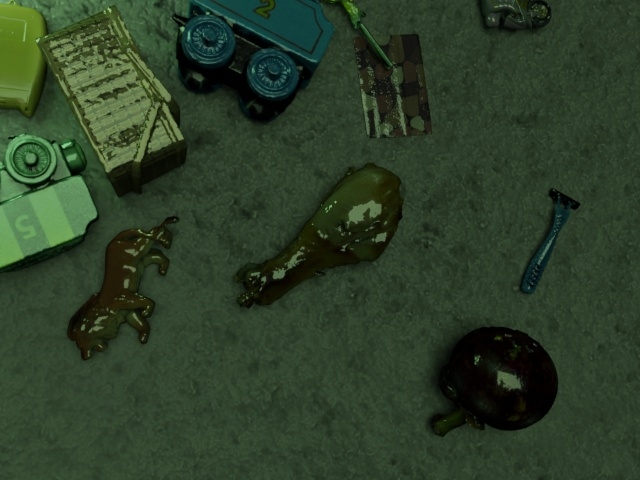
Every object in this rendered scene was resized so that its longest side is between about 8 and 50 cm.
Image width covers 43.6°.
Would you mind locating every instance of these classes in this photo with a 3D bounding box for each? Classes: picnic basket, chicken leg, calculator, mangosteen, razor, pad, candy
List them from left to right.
[{"bbox_3d":[-0.626,-0.368,1.594,0.157,0.033,0.236,4,82,-12],"label":"calculator"},{"bbox_3d":[-0.383,-0.258,1.542,0.175,0.228,0.313,-28,90,-12],"label":"picnic basket"},{"bbox_3d":[0.000,0.000,1.662,0.429,0.153,0.201,-35,81,-7],"label":"chicken leg"},{"bbox_3d":[0.081,-0.488,1.760,0.262,0.073,0.077,53,48,-8],"label":"candy"},{"bbox_3d":[0.163,-0.347,1.793,0.158,0.003,0.235,-6,86,-14],"label":"pad"},{"bbox_3d":[0.356,0.315,1.684,0.231,0.231,0.289,34,113,-8],"label":"mangosteen"},{"bbox_3d":[0.516,0.005,1.823,0.082,0.042,0.253,29,80,-10],"label":"razor"}]

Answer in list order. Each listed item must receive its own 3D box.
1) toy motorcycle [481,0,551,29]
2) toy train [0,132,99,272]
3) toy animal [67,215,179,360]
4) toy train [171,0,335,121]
[{"bbox_3d":[0.422,-0.559,1.841,0.152,0.073,0.225,-42,95,-11],"label":"toy motorcycle"},{"bbox_3d":[-0.571,-0.069,1.514,0.299,0.167,0.238,-25,96,-13],"label":"toy train"},{"bbox_3d":[-0.392,0.090,1.575,0.157,0.097,0.312,14,80,-5],"label":"toy animal"},{"bbox_3d":[-0.147,-0.412,1.640,0.300,0.188,0.265,26,74,-7],"label":"toy train"}]
